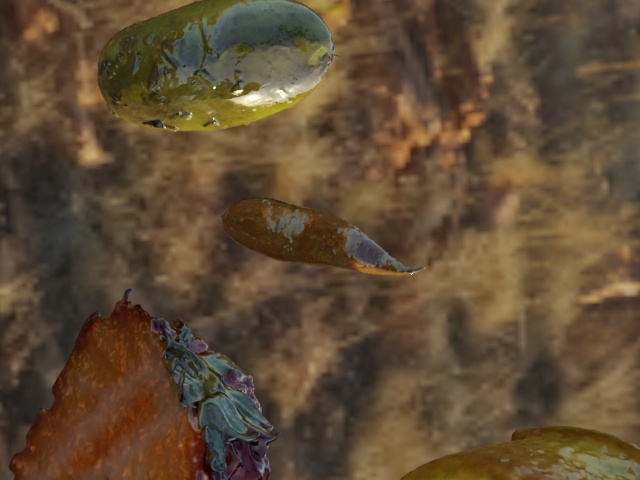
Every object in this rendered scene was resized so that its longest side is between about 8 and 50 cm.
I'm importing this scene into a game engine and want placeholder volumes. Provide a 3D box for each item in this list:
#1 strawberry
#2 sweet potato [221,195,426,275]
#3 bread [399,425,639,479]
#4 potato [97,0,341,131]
[{"bbox_3d":[-0.148,0.221,1.650,0.150,0.253,0.280,18,106,-46],"label":"strawberry"},{"bbox_3d":[0.000,0.000,1.524,0.056,0.194,0.056,-36,133,-51],"label":"sweet potato"},{"bbox_3d":[0.126,0.241,1.142,0.145,0.268,0.269,5,82,-46],"label":"bread"},{"bbox_3d":[-0.103,-0.177,1.820,0.149,0.251,0.113,79,8,-47],"label":"potato"}]
